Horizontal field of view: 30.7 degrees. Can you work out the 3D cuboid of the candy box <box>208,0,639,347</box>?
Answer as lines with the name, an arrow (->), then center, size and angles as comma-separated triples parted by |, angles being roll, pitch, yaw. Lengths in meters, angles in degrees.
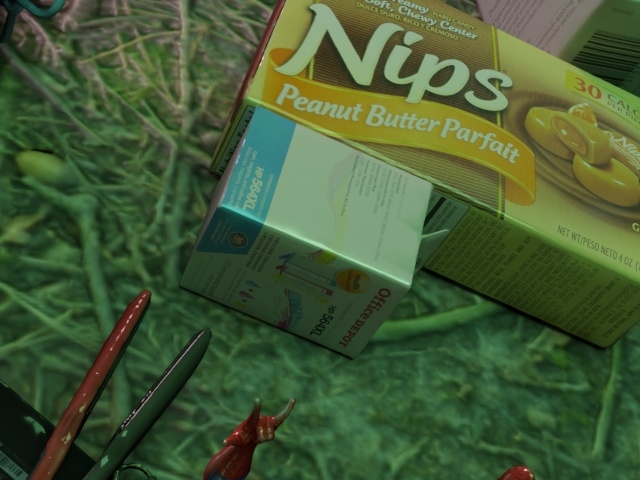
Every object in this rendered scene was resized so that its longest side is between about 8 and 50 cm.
candy box -> 0.099, -0.071, 0.841 | 0.317, 0.087, 0.182 | 24, 49, -7

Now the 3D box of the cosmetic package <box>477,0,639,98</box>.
cosmetic package -> 0.235, -0.203, 0.963 | 0.152, 0.151, 0.183 | 6, 55, -22

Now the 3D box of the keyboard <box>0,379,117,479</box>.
keyboard -> -0.181, 0.126, 0.604 | 0.180, 0.023, 0.108 | 39, 42, 6

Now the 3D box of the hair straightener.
hair straightener -> -0.105, 0.127, 0.598 | 0.089, 0.047, 0.230 | 30, 42, -4

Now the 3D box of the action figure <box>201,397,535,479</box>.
action figure -> 0.024, 0.146, 0.586 | 0.280, 0.139, 0.091 | 2, 58, -33

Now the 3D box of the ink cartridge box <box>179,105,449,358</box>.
ink cartridge box -> 0.000, 0.000, 0.737 | 0.143, 0.092, 0.089 | 23, 50, -8

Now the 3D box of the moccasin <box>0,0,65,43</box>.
moccasin -> -0.247, -0.167, 0.734 | 0.342, 0.138, 0.116 | -24, 94, -18
